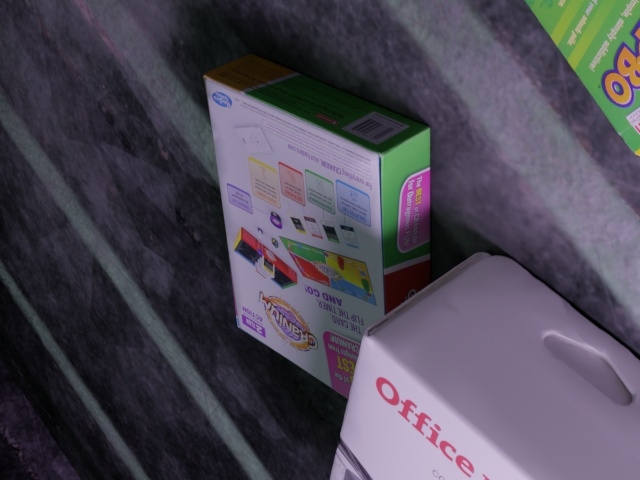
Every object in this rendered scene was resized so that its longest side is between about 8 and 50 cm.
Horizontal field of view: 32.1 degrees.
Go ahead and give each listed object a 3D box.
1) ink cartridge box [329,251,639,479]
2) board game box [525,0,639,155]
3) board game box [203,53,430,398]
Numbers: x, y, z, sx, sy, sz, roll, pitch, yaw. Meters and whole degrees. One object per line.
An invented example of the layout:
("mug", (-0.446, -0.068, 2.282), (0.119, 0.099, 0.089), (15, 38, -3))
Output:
("ink cartridge box", (0.158, 0.251, 0.993), (0.285, 0.166, 0.394), (39, 142, 27))
("board game box", (0.183, -0.188, 0.738), (0.259, 0.039, 0.124), (58, 148, 7))
("board game box", (0.000, 0.000, 1.101), (0.242, 0.064, 0.316), (29, 137, 38))
